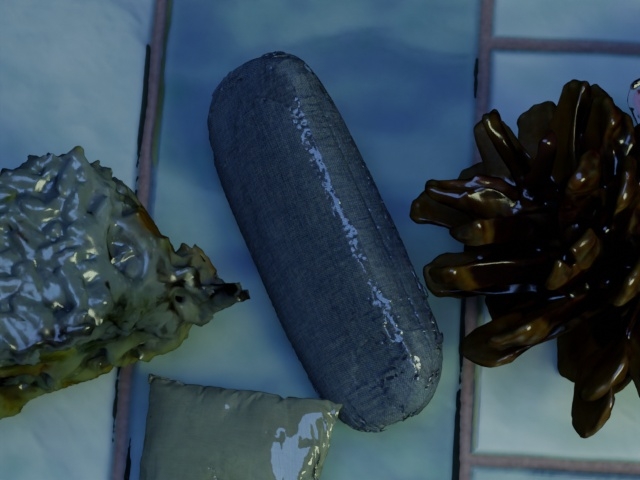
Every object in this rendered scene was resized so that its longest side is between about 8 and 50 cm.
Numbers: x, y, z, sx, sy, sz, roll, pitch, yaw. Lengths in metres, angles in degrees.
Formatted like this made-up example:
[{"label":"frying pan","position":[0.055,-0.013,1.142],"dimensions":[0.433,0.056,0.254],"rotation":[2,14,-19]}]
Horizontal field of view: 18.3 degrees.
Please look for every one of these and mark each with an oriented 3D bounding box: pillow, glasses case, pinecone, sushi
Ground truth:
[{"label":"pillow","position":[-0.069,0.212,1.376],"dimensions":[0.148,0.050,0.229],"rotation":[5,77,17]},{"label":"glasses case","position":[0.000,0.000,1.399],"dimensions":[0.067,0.109,0.282],"rotation":[-9,70,-43]},{"label":"pinecone","position":[0.163,0.005,1.330],"dimensions":[0.202,0.201,0.229],"rotation":[-38,48,20]},{"label":"sushi","position":[-0.197,0.033,1.363],"dimensions":[0.274,0.184,0.139],"rotation":[-21,77,-3]}]

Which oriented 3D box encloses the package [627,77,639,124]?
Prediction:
[{"label":"package","position":[0.343,-0.086,1.403],"dimensions":[0.239,0.030,0.154],"rotation":[-25,96,-13]}]
